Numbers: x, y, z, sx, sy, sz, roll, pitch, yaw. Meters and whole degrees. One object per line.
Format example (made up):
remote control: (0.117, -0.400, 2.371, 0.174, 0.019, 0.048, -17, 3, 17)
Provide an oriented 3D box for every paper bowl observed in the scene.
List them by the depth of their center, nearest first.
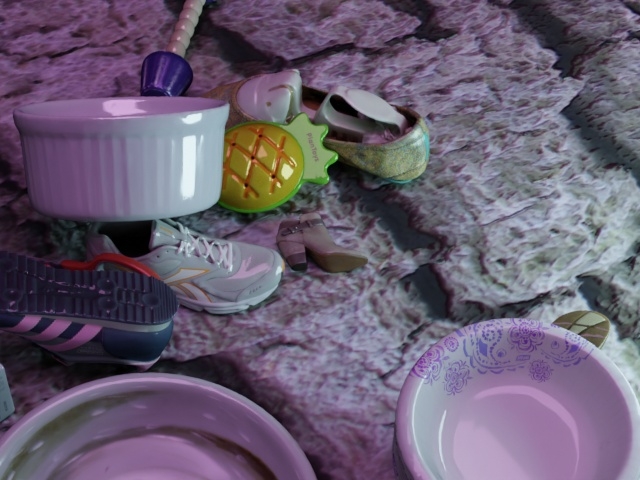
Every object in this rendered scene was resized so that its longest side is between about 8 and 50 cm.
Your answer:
paper bowl: (0.225, 0.245, 1.711, 0.284, 0.148, 0.284, 1, 55, -1)

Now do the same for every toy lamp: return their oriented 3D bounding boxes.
toy lamp: (-0.205, -0.299, 2.175, 0.080, 0.080, 0.275, 13, 49, 5)

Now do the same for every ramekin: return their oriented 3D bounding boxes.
ramekin: (-0.255, -0.109, 1.901, 0.277, 0.135, 0.277, 0, 11, 0)

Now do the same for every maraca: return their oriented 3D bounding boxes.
maraca: (-0.071, -0.107, 2.004, 0.185, 0.099, 0.127, -18, 82, -3)

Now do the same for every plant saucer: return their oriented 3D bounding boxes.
plant saucer: (-0.195, 0.337, 1.637, 0.400, 0.101, 0.400, 3, 50, -3)

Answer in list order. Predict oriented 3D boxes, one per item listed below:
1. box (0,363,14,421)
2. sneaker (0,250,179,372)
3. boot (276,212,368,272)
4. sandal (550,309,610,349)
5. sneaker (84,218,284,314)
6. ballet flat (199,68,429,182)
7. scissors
box: (-0.433, 0.181, 1.742, 0.087, 0.102, 0.101, 37, 58, 25)
sneaker: (-0.339, 0.098, 1.776, 0.319, 0.131, 0.112, 12, 41, -7)
boot: (0.000, 0.000, 1.970, 0.118, 0.042, 0.087, -2, 49, -8)
sandal: (0.303, 0.162, 1.866, 0.072, 0.049, 0.180, 26, 67, 22)
sneaker: (-0.176, 0.022, 1.884, 0.262, 0.121, 0.099, 0, 51, -5)
ballet flat: (-0.010, -0.180, 2.069, 0.348, 0.123, 0.123, 17, 51, 9)
scissors: (-0.330, 0.031, 1.877, 0.297, 0.109, 0.021, 25, 35, 17)
